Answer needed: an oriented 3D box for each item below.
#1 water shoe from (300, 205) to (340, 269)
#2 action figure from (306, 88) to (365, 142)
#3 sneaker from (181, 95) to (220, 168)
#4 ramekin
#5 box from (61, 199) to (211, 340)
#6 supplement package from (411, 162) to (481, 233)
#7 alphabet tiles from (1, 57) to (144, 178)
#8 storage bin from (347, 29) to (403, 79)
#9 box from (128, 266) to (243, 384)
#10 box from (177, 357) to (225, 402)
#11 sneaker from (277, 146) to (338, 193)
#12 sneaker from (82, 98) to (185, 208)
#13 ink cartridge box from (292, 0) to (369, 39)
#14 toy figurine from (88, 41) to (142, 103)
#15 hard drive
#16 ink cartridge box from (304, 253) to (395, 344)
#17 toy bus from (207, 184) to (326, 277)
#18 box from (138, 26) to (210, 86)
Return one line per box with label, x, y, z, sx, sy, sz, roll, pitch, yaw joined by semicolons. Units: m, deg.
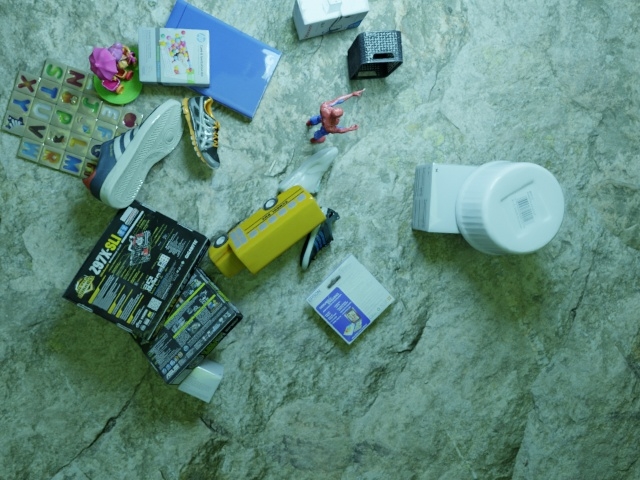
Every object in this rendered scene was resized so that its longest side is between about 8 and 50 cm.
water shoe;0.000;0.000;1.389;0.080;0.073;0.203;19;92;-12
action figure;0.048;-0.334;1.262;0.138;0.280;0.092;-17;98;-7
sneaker;-0.322;-0.308;1.303;0.083;0.084;0.215;-17;97;5
ramekin;0.534;-0.088;1.284;0.277;0.135;0.278;-1;95;-9
box;-0.493;0.076;1.262;0.257;0.079;0.322;26;75;1
supplement package;0.432;-0.124;1.408;0.261;0.145;0.204;2;94;-8
alphabet tiles;-0.690;-0.333;1.288;0.342;0.011;0.285;19;91;-10
storage bin;0.153;-0.525;1.313;0.121;0.180;0.085;-6;95;-8
box;-0.385;0.236;1.308;0.270;0.060;0.216;-47;68;-3
box;-0.349;0.403;1.356;0.101;0.102;0.087;28;92;-8
sneaker;-0.021;-0.191;1.377;0.212;0.080;0.094;-38;111;3
sneaker;-0.518;-0.260;1.262;0.148;0.131;0.350;25;70;21
ink cartridge box;0.026;-0.648;1.304;0.190;0.139;0.082;-17;99;-6
toy figurine;-0.541;-0.466;1.217;0.130;0.159;0.173;34;83;-8
hard drive;-0.298;-0.515;1.317;0.318;0.040;0.210;25;91;-10
ink cartridge box;0.090;0.179;1.431;0.206;0.045;0.208;-44;100;-3
toy bus;-0.155;-0.015;1.319;0.332;0.130;0.108;-38;128;-4
box;-0.399;-0.502;1.263;0.186;0.038;0.145;0;95;-9
